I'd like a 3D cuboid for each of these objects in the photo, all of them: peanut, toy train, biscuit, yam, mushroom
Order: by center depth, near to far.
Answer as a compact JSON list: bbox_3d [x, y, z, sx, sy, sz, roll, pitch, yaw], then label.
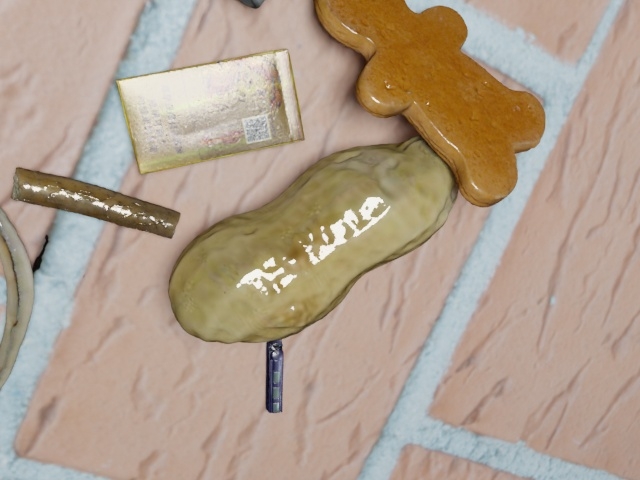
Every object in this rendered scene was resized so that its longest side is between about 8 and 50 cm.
[{"bbox_3d":[-0.296,0.057,0.594,0.068,0.043,0.306,3,103,-41],"label":"mushroom"},{"bbox_3d":[-0.199,-0.033,0.598,0.146,0.032,0.032,16,99,-19],"label":"yam"},{"bbox_3d":[0.093,-0.150,0.603,0.250,0.036,0.165,42,55,-3],"label":"biscuit"},{"bbox_3d":[0.000,0.000,0.609,0.290,0.130,0.130,-33,110,-4],"label":"peanut"},{"bbox_3d":[-0.047,0.137,0.688,0.017,0.017,0.083,-2,104,-16],"label":"toy train"}]

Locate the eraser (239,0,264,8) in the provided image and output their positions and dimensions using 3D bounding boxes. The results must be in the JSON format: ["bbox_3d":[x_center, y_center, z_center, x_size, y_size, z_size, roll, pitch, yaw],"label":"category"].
[{"bbox_3d":[-0.052,-0.332,0.532,0.174,0.081,0.227,35,93,-21],"label":"eraser"}]

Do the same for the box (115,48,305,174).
[{"bbox_3d":[-0.097,-0.118,0.606,0.157,0.022,0.089,-15,109,-11],"label":"box"}]
